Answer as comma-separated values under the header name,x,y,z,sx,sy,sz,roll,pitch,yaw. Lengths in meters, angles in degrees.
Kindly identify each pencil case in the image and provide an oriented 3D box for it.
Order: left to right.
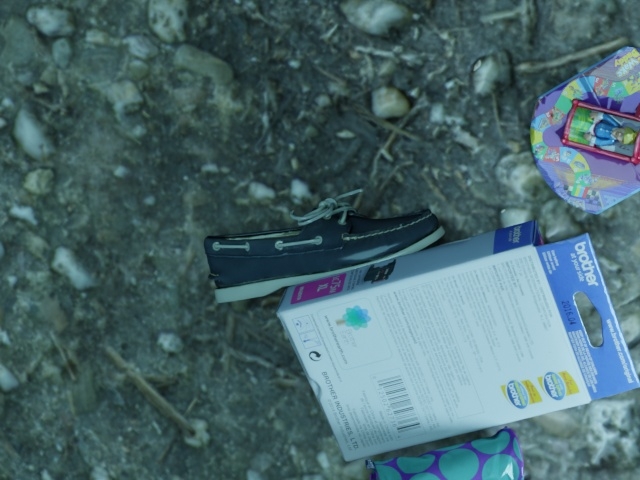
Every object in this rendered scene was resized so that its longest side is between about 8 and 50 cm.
name,x,y,z,sx,sy,sz,roll,pitch,yaw
pencil case,0.122,0.228,1.688,0.152,0.070,0.064,-13,125,-5

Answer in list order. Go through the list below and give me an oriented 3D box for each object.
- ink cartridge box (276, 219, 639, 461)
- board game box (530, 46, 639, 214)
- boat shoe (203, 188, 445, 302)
name,x,y,z,sx,sy,sz,roll,pitch,yaw
ink cartridge box,0.136,0.095,1.675,0.311,0.065,0.186,-15,115,19
board game box,0.285,-0.111,1.692,0.169,0.033,0.133,-30,79,14
boat shoe,0.000,0.000,1.750,0.254,0.095,0.079,-14,94,26
